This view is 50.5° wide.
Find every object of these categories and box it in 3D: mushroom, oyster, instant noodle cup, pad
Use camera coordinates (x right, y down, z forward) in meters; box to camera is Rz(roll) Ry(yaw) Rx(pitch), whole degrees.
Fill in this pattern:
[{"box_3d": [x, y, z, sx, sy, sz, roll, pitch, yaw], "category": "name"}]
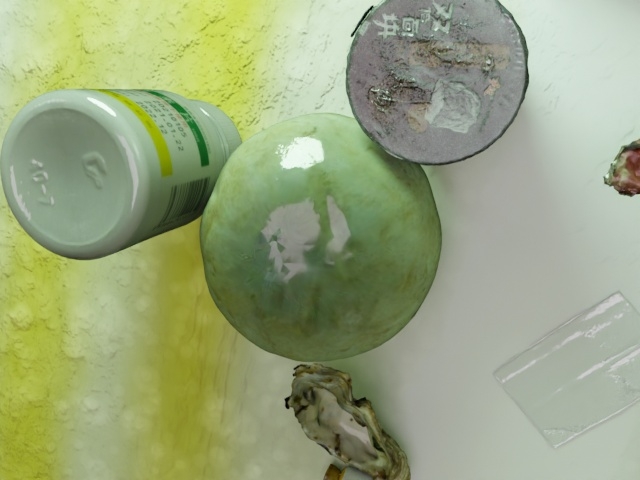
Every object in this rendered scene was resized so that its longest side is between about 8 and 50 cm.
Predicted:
[{"box_3d": [0.000, 0.000, 0.953, 0.352, 0.260, 0.352, 2, 101, 8], "category": "mushroom"}, {"box_3d": [0.047, 0.271, 1.046, 0.166, 0.094, 0.294, 12, 138, 31], "category": "oyster"}, {"box_3d": [0.159, -0.215, 0.884, 0.217, 0.207, 0.218, 4, 104, 17], "category": "instant noodle cup"}, {"box_3d": [0.394, 0.195, 1.011, 0.232, 0.004, 0.156, -40, 88, 20], "category": "pad"}]

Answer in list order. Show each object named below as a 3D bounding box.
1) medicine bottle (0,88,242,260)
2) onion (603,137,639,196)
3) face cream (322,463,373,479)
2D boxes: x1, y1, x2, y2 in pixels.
[{"box_3d": [-0.251, -0.109, 0.957, 0.208, 0.339, 0.208, 4, 103, 16], "category": "medicine bottle"}, {"box_3d": [0.523, -0.088, 0.829, 0.348, 0.159, 0.267, 7, 92, 14], "category": "onion"}, {"box_3d": [0.091, 0.425, 1.126, 0.182, 0.051, 0.072, 18, 110, 13], "category": "face cream"}]
